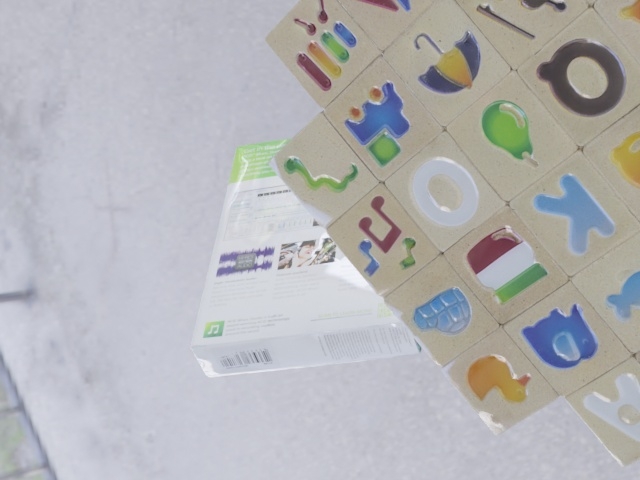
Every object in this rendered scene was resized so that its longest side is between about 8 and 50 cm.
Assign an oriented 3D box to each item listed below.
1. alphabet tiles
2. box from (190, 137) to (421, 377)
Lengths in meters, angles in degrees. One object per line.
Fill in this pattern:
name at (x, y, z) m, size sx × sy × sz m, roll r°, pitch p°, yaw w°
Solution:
alphabet tiles at (0.128, -0.037, 0.688) m, size 0.342 × 0.011 × 0.285 m, roll 50°, pitch 126°, yaw 1°
box at (0.000, 0.000, 1.317) m, size 0.232 × 0.322 × 0.058 m, roll -7°, pitch 134°, yaw 16°
